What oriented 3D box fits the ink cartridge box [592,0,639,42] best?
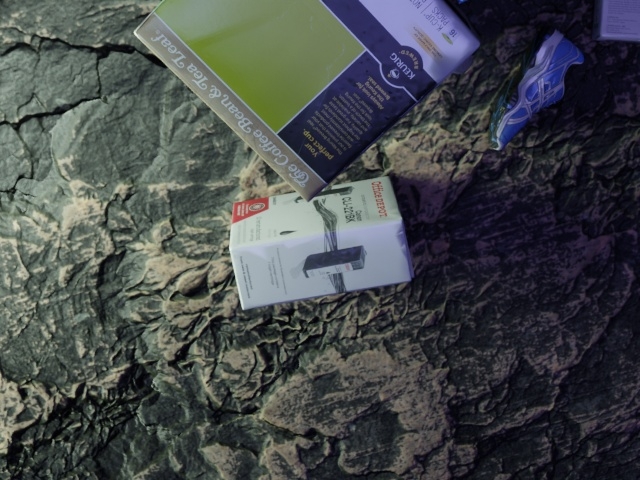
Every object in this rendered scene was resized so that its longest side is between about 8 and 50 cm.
[{"bbox_3d":[0.521,-0.418,1.586,0.181,0.056,0.225,3,95,-4],"label":"ink cartridge box"}]

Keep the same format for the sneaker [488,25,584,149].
[{"bbox_3d":[0.338,-0.230,1.630,0.081,0.080,0.211,26,111,-10],"label":"sneaker"}]

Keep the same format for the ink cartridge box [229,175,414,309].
[{"bbox_3d":[0.000,0.000,1.650,0.272,0.197,0.114,-9,114,1],"label":"ink cartridge box"}]

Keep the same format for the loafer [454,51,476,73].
[{"bbox_3d":[0.129,-0.382,1.538,0.319,0.112,0.111,42,114,-17],"label":"loafer"}]

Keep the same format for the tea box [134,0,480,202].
[{"bbox_3d":[-0.015,-0.295,1.405,0.323,0.220,0.329,-41,106,15],"label":"tea box"}]

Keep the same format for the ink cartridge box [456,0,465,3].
[{"bbox_3d":[0.249,-0.432,1.533,0.143,0.090,0.092,-23,113,6],"label":"ink cartridge box"}]
